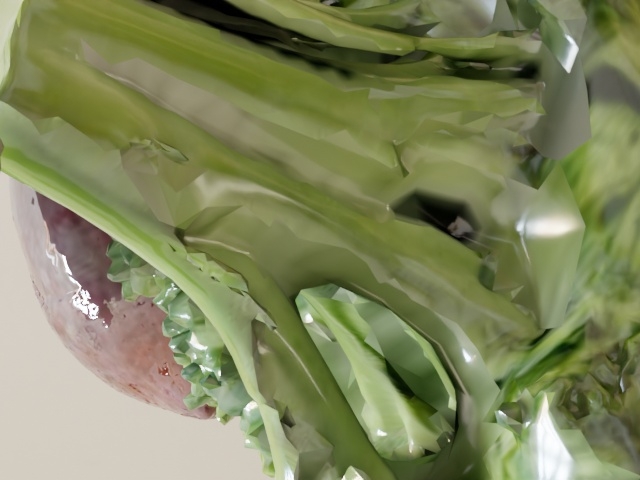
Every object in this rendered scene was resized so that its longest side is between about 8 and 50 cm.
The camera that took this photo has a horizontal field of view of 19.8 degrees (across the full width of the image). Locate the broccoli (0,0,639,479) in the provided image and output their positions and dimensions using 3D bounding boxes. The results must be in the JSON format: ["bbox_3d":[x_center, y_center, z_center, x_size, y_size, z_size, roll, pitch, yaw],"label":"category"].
[{"bbox_3d":[0.006,0.008,0.647,0.302,0.375,0.249,20,165,-8],"label":"broccoli"}]

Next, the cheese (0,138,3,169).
[{"bbox_3d":[-0.114,-0.032,0.455,0.060,0.084,0.041,13,-154,32],"label":"cheese"}]

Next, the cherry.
[{"bbox_3d":[-0.066,-0.016,0.919,0.175,0.249,0.192,27,133,-37],"label":"cherry"}]
